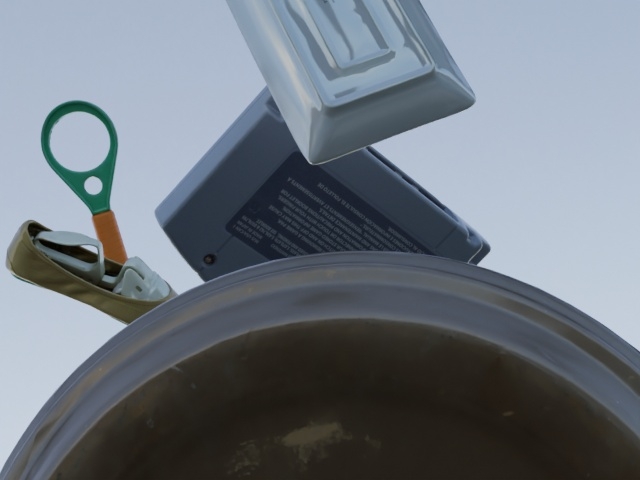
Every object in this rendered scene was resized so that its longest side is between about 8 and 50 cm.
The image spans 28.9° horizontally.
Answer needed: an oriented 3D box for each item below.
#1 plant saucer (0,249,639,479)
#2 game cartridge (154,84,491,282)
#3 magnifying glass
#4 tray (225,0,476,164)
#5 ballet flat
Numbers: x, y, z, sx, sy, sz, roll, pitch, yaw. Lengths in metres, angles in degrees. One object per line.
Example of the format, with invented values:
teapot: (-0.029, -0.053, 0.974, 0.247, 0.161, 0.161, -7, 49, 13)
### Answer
plant saucer: (0.012, 0.139, 0.392, 0.278, 0.278, 0.041, -21, -7, 3)
game cartridge: (0.000, 0.000, 1.153, 0.294, 0.060, 0.196, 36, -79, -33)
magnifying glass: (-0.273, -0.057, 1.510, 0.092, 0.026, 0.231, -17, -82, -7)
tray: (0.005, -0.193, 0.994, 0.145, 0.270, 0.030, -20, -27, -10)
ballet flat: (-0.241, 0.042, 1.395, 0.232, 0.080, 0.073, 20, -62, -3)
